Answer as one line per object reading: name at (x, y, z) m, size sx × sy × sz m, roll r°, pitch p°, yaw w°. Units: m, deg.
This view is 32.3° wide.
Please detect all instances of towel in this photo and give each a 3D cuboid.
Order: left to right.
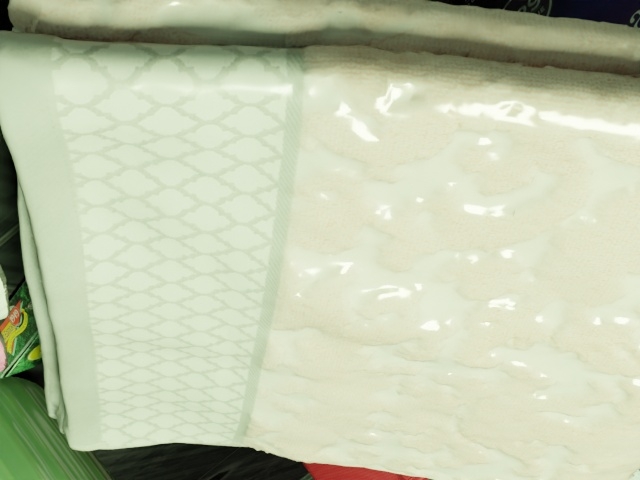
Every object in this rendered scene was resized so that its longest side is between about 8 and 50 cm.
towel at (0.034, 0.029, 0.474) m, size 0.317 × 0.053 × 0.332 m, roll 6°, pitch 148°, yaw -5°

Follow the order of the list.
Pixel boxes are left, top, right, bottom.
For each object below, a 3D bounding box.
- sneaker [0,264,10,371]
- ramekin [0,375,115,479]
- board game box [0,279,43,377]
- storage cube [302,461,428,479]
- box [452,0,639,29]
sneaker at (-0.157, 0.017, 0.393) m, size 0.077 × 0.072 × 0.178 m, roll -19°, pitch 154°, yaw -22°
ramekin at (-0.245, 0.211, 0.637) m, size 0.303 × 0.148 × 0.303 m, roll -34°, pitch 166°, yaw -10°
board game box at (-0.061, -0.026, 0.561) m, size 0.259 × 0.030 × 0.136 m, roll -46°, pitch 166°, yaw 33°
storage cube at (0.070, 0.079, 0.877) m, size 0.184 × 0.193 × 0.215 m, roll -19°, pitch 158°, yaw -51°
box at (0.195, -0.129, 0.488) m, size 0.103 × 0.184 × 0.261 m, roll 27°, pitch 124°, yaw -28°
